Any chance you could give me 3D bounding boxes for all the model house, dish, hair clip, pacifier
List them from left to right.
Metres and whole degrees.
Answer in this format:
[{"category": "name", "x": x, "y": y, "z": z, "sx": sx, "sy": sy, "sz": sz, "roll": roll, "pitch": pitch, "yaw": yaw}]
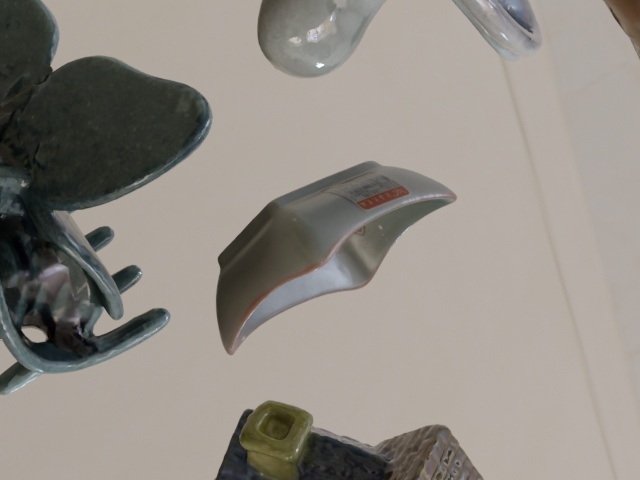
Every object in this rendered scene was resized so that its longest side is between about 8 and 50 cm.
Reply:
[{"category": "hair clip", "x": -0.305, "y": -0.031, "z": 1.379, "sx": 0.392, "sy": 0.238, "sz": 0.318, "roll": -33, "pitch": -124, "yaw": -11}, {"category": "dish", "x": 0.000, "y": 0.000, "z": 1.256, "sx": 0.212, "sy": 0.077, "sz": 0.151, "roll": -25, "pitch": 164, "yaw": -49}, {"category": "model house", "x": 0.004, "y": 0.313, "z": 1.494, "sx": 0.321, "sy": 0.266, "sz": 0.261, "roll": 19, "pitch": -142, "yaw": 13}, {"category": "pacifier", "x": 0.038, "y": -0.197, "z": 1.099, "sx": 0.207, "sy": 0.279, "sz": 0.227, "roll": -36, "pitch": -130, "yaw": 17}]

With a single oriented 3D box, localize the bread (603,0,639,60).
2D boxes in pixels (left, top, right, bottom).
[{"category": "bread", "x": 0.164, "y": -0.093, "z": 0.339, "sx": 0.194, "sy": 0.340, "sz": 0.179, "roll": -35, "pitch": -150, "yaw": -5}]
